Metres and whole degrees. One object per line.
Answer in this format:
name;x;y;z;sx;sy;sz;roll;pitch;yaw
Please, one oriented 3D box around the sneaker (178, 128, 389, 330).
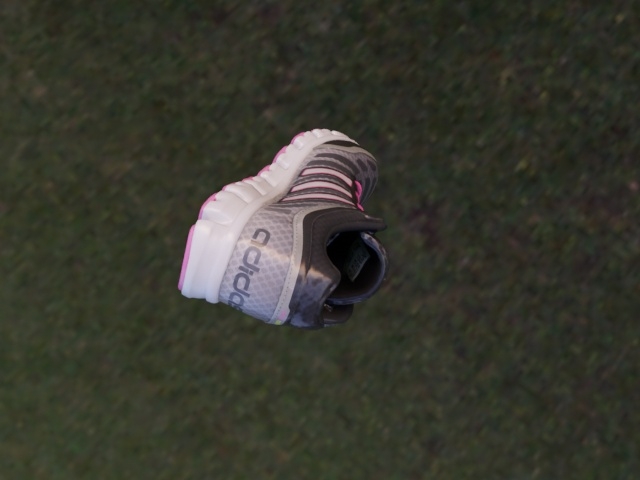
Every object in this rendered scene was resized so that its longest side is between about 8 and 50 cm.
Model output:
sneaker;0.000;0.000;0.803;0.075;0.170;0.063;28;112;11
